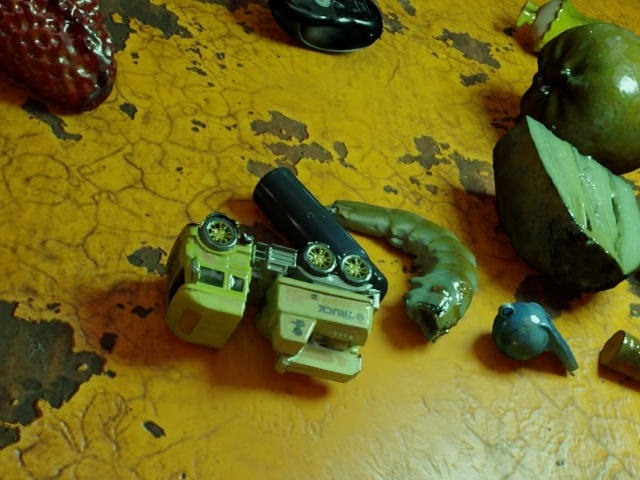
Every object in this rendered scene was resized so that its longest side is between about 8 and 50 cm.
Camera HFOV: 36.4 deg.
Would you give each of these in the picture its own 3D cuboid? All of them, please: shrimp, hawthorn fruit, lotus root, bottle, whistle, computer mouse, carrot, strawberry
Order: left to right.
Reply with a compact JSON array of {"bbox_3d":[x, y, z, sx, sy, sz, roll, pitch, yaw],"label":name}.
[{"bbox_3d":[-0.399,-0.299,1.426,0.244,0.205,0.205,52,43,-1],"label":"strawberry"},{"bbox_3d":[0.000,0.000,1.379,0.072,0.082,0.244,-33,61,-17],"label":"bottle"},{"bbox_3d":[0.003,-0.414,1.814,0.233,0.096,0.137,9,47,-25],"label":"computer mouse"},{"bbox_3d":[0.135,0.017,1.433,0.185,0.068,0.287,-14,52,-40],"label":"shrimp"},{"bbox_3d":[0.295,0.140,1.386,0.158,0.090,0.090,51,28,-32],"label":"whistle"},{"bbox_3d":[0.398,-0.021,1.558,0.267,0.149,0.260,26,40,-27],"label":"lotus root"},{"bbox_3d":[0.527,-0.242,1.778,0.301,0.268,0.267,20,39,-22],"label":"hawthorn fruit"},{"bbox_3d":[0.520,0.207,1.441,0.210,0.061,0.061,29,40,-3],"label":"carrot"}]

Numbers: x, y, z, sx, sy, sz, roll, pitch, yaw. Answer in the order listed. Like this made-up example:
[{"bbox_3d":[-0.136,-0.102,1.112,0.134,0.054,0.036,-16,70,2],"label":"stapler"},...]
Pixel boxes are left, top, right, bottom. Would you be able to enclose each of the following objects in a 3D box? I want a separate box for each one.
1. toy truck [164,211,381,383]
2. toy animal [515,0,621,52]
[{"bbox_3d":[-0.060,0.085,1.221,0.272,0.124,0.157,16,51,-16],"label":"toy truck"},{"bbox_3d":[0.534,-0.445,2.087,0.230,0.156,0.156,24,40,3],"label":"toy animal"}]
